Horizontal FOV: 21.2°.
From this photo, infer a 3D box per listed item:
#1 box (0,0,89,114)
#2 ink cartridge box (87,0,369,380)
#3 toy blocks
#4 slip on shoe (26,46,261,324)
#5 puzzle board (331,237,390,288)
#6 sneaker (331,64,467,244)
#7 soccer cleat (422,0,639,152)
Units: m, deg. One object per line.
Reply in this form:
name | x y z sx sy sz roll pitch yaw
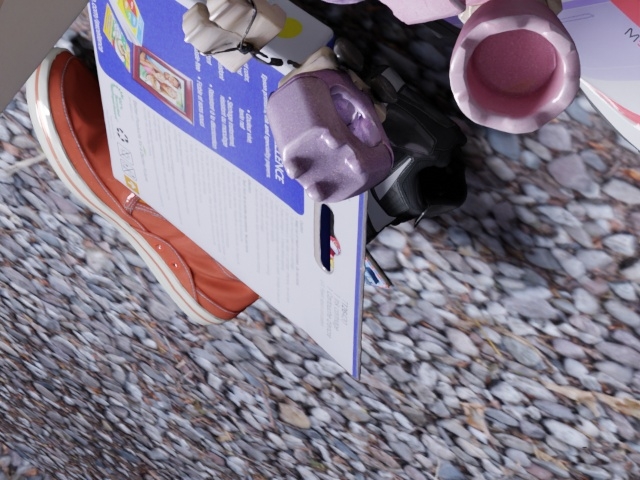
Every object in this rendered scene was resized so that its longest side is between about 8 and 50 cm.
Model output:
box | -0.197 -0.223 1.061 0.148 0.311 0.121 17 151 30
ink cartridge box | -0.057 -0.079 1.343 0.307 0.072 0.303 36 149 25
toy blocks | 0.017 -0.154 0.846 0.309 0.260 0.288 -37 113 25
slip on shoe | -0.152 -0.056 1.594 0.101 0.123 0.331 -23 121 27
puzzle board | 0.000 0.000 1.608 0.096 0.011 0.128 8 145 44
sneaker | 0.063 -0.043 1.367 0.106 0.078 0.234 32 154 10
soccer cleat | 0.152 -0.156 1.031 0.318 0.108 0.116 33 143 -2
